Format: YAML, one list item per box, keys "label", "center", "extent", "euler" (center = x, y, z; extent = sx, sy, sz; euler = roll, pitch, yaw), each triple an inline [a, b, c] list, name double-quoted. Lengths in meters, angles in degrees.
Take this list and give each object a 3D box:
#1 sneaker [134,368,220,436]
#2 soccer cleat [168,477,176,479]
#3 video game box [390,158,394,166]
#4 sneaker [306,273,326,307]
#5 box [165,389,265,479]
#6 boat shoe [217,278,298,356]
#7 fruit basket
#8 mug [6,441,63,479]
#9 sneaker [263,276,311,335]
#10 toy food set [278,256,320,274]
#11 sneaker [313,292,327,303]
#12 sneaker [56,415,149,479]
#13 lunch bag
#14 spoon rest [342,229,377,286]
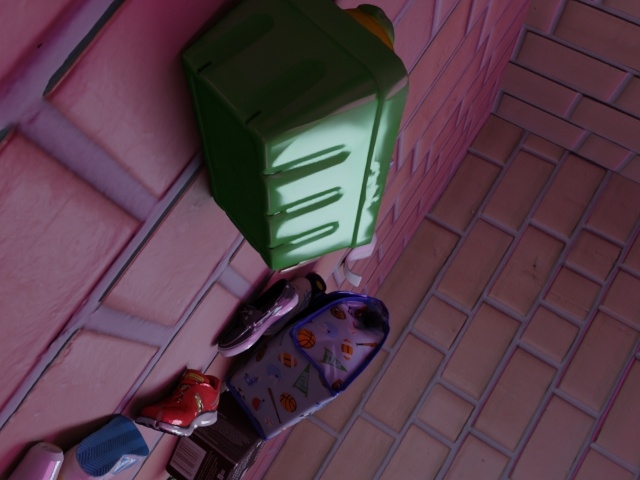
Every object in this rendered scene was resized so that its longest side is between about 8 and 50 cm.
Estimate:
- label: "sneaker"
  center: [-0.284, 0.325, 1.068]
  extent: [0.279, 0.107, 0.118]
  euler: [46, 57, -78]
- label: "soccer cleat"
  center: [-0.384, 0.720, 1.463]
  extent: [0.121, 0.093, 0.289]
  euler: [-58, 166, -3]
- label: "video game box"
  center: [0.090, -0.126, 1.363]
  extent: [0.205, 0.048, 0.187]
  euler: [-35, 166, -47]
- label: "sneaker"
  center: [-0.046, 0.160, 1.551]
  extent: [0.082, 0.069, 0.209]
  euler: [-35, -178, 24]
- label: "box"
  center: [-0.262, 0.545, 1.373]
  extent: [0.168, 0.167, 0.203]
  euler: [-65, 164, 20]
- label: "boat shoe"
  center: [-0.150, 0.170, 1.194]
  extent: [0.228, 0.080, 0.076]
  euler: [-36, 122, -21]
- label: "fruit basket"
  center: [0.015, -0.185, 0.734]
  extent: [0.392, 0.283, 0.392]
  euler: [-35, 156, -18]
- label: "mug"
  center: [-0.401, 0.320, 0.733]
  extent: [0.062, 0.078, 0.064]
  euler: [35, 75, -43]
- label: "sneaker"
  center: [-0.088, 0.156, 1.355]
  extent: [0.237, 0.085, 0.086]
  euler: [-45, 150, -53]
- label: "toy food set"
  center: [-0.060, -0.023, 1.146]
  extent: [0.128, 0.071, 0.218]
  euler: [-25, 149, -22]
- label: "sneaker"
  center: [-0.057, 0.281, 1.696]
  extent: [0.286, 0.109, 0.130]
  euler: [-58, 157, -33]
- label: "sneaker"
  center: [-0.368, 0.361, 0.867]
  extent: [0.092, 0.087, 0.228]
  euler: [-37, 167, 1]
- label: "lunch bag"
  center: [-0.014, 0.308, 1.422]
  extent: [0.328, 0.239, 0.385]
  euler: [-41, 170, 37]
- label: "spoon rest"
  center: [0.148, 0.050, 1.953]
  extent: [0.276, 0.084, 0.137]
  euler: [-63, 174, -47]
